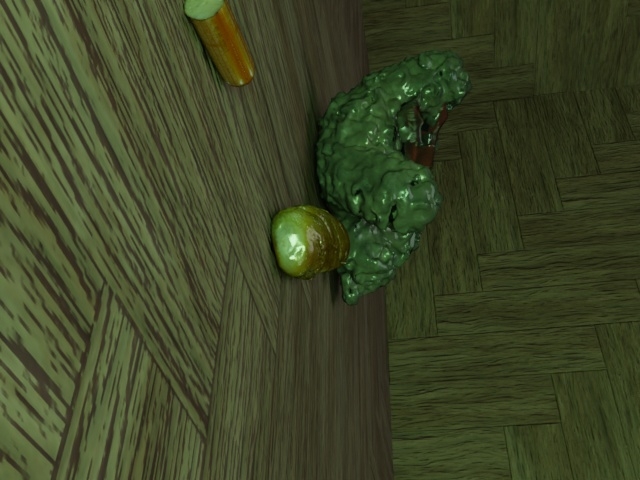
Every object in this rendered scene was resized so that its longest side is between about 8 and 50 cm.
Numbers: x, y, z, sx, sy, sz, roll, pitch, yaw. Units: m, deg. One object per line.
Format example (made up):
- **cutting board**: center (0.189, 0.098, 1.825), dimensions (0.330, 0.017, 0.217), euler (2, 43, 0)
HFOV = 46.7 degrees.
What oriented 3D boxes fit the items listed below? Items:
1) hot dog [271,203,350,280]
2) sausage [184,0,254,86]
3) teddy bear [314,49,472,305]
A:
- **hot dog**: center (-0.004, -0.001, 0.853), dimensions (0.286, 0.061, 0.088), euler (-35, 108, -83)
- **sausage**: center (-0.071, -0.146, 0.555), dimensions (0.107, 0.031, 0.031), euler (62, 24, -69)
- **teddy bear**: center (0.104, -0.069, 1.161), dimensions (0.367, 0.224, 0.357), euler (79, 23, -47)
